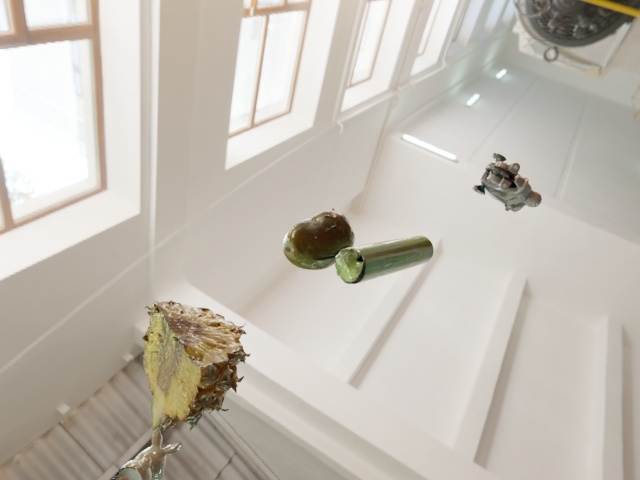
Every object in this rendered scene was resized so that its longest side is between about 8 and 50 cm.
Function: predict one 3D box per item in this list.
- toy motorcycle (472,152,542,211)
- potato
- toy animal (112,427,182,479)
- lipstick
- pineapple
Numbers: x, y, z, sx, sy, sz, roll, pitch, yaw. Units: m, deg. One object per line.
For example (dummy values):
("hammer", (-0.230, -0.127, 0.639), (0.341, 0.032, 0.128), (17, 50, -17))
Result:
("toy motorcycle", (0.507, -0.141, 1.282), (0.170, 0.110, 0.260), (30, -177, 16))
("potato", (0.000, 0.000, 1.427), (0.248, 0.144, 0.169), (-21, -125, -38))
("toy animal", (-0.348, 0.448, 0.966), (0.070, 0.085, 0.124), (23, -173, 13))
("lipstick", (0.146, 0.036, 1.034), (0.076, 0.076, 0.304), (39, -151, 29))
("pineapple", (-0.299, 0.330, 1.196), (0.208, 0.286, 0.344), (1, -159, -40))
